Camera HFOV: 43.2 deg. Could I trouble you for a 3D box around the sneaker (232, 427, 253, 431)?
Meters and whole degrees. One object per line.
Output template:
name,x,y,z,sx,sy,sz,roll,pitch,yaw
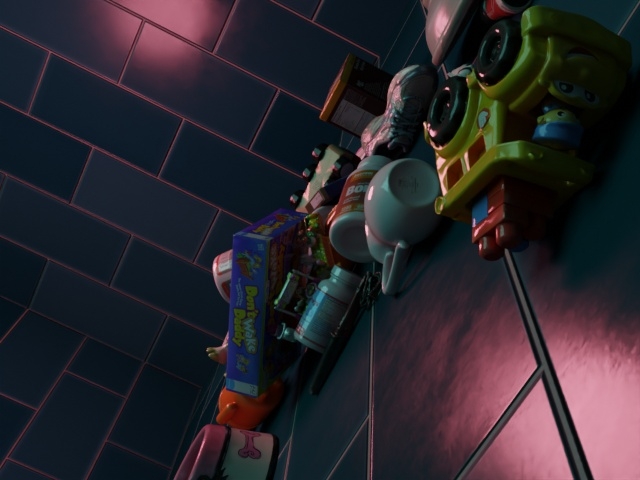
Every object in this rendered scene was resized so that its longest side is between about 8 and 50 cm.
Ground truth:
sneaker,-0.185,0.460,2.047,0.053,0.059,0.144,-5,71,45

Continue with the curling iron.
curling iron,0.039,0.171,1.483,0.274,0.035,0.068,-61,8,19

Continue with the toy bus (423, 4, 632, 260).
toy bus,0.208,-0.091,0.821,0.220,0.149,0.211,130,152,-52

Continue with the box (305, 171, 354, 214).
box,0.078,-0.138,1.998,0.225,0.036,0.136,-29,-6,-21

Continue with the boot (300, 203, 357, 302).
boot,0.036,0.066,1.698,0.211,0.104,0.295,-85,17,-56

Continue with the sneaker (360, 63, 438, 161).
sneaker,0.188,-0.262,1.804,0.122,0.110,0.283,-96,25,-42

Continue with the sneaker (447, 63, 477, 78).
sneaker,0.274,-0.316,1.546,0.044,0.040,0.109,-46,13,8

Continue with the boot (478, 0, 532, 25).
boot,0.355,-0.509,1.440,0.176,0.088,0.244,-129,62,-84

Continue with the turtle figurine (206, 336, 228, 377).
turtle figurine,-0.164,0.222,1.993,0.266,0.198,0.274,-47,4,5

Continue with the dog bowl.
dog bowl,-0.241,0.563,1.662,0.408,0.150,0.408,-63,7,14

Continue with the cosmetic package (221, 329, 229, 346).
cosmetic package,-0.176,0.227,2.437,0.224,0.138,0.224,-56,10,55

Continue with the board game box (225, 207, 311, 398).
board game box,-0.109,0.128,1.731,0.233,0.078,0.347,-36,-46,-63

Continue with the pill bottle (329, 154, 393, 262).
pill bottle,0.096,-0.068,1.576,0.121,0.121,0.216,-57,10,43

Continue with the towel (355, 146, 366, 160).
towel,0.131,-0.275,2.409,0.144,0.029,0.197,-61,4,23

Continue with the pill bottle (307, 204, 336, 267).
pill bottle,0.000,0.000,2.025,0.124,0.124,0.221,-66,8,-20

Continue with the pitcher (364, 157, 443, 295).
pitcher,0.126,-0.020,1.275,0.207,0.126,0.177,107,165,-65

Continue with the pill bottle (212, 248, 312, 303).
pill bottle,-0.141,0.065,2.245,0.283,0.161,0.161,-23,24,19

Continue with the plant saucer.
plant saucer,0.300,-0.553,1.636,0.400,0.101,0.400,-60,-3,-5

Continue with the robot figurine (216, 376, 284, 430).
robot figurine,-0.163,0.366,1.899,0.219,0.128,0.158,125,161,-47

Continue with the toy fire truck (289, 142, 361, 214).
toy fire truck,0.055,-0.142,2.209,0.158,0.246,0.217,38,108,40

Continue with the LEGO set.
LEGO set,-0.040,0.060,1.627,0.132,0.107,0.287,-8,64,52

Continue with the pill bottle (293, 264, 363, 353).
pill bottle,0.020,0.131,1.549,0.160,0.087,0.087,-63,7,2

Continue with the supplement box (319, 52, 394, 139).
supplement box,0.123,-0.382,2.210,0.129,0.194,0.191,-58,9,35
